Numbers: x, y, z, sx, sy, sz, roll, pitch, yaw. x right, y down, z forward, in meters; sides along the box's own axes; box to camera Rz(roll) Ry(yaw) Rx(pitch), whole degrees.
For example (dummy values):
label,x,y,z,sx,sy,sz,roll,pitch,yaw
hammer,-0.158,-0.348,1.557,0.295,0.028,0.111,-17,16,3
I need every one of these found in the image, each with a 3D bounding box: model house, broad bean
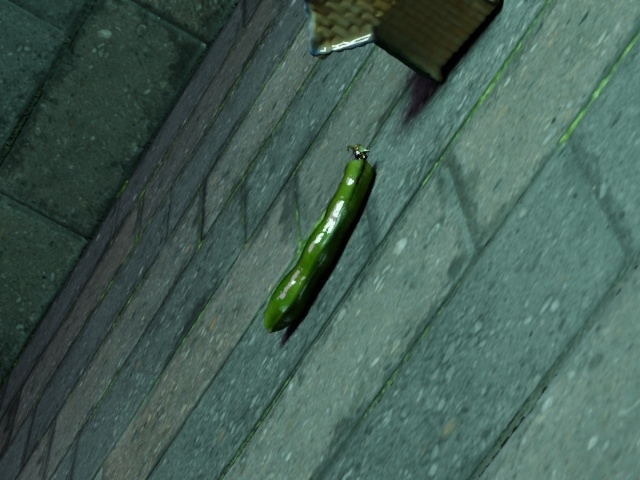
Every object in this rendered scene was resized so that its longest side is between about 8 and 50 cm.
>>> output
label,x,y,z,sx,sy,sz,roll,pitch,yaw
model house,0.071,-0.257,1.733,0.172,0.183,0.166,-51,17,31
broad bean,0.002,-0.001,1.774,0.227,0.039,0.069,-62,21,-9
